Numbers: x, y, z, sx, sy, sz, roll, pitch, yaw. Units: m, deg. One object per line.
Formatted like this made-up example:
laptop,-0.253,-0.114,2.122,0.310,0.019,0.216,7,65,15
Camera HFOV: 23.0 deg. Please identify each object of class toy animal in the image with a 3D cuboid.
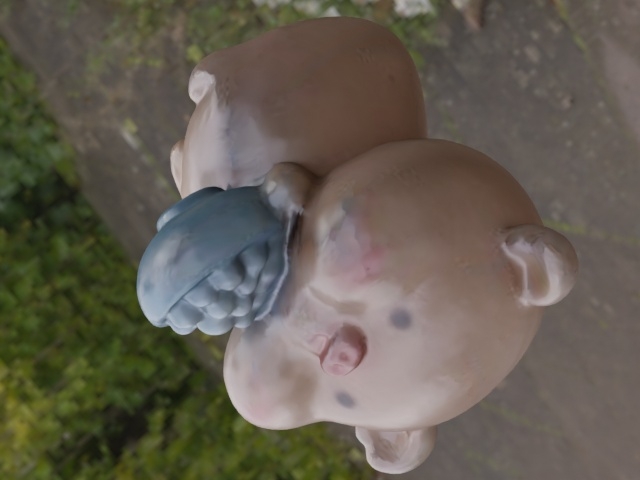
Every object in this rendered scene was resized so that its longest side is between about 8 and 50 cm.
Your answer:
toy animal,0.015,-0.006,0.933,0.229,0.221,0.210,18,132,-11
